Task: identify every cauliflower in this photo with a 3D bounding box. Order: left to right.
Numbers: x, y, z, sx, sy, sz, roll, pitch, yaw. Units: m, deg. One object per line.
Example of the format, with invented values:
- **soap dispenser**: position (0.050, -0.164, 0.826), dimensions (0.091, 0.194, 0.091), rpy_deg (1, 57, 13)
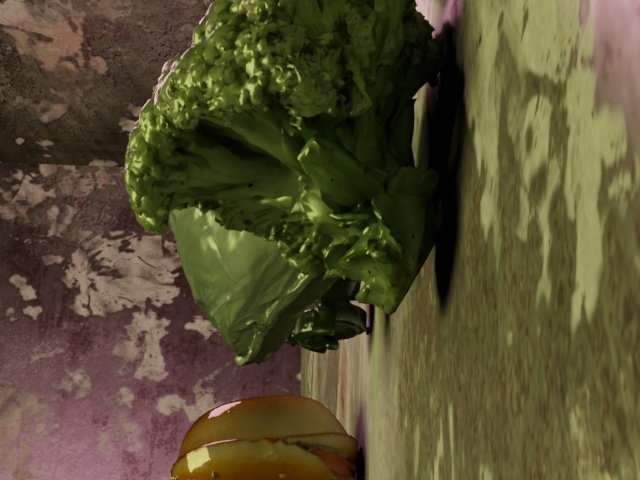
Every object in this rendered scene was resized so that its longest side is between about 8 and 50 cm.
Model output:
- **cauliflower**: position (0.007, -0.066, 0.884), dimensions (0.250, 0.275, 0.272), rpy_deg (52, 123, 23)

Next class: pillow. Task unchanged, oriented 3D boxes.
- **pillow**: position (-0.059, -0.072, 1.184), dimensions (0.310, 0.138, 0.283), rpy_deg (-51, 58, 41)

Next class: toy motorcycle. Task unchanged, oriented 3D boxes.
- **toy motorcycle**: position (0.000, 0.000, 1.348), dimensions (0.275, 0.127, 0.205), rpy_deg (91, -177, -68)

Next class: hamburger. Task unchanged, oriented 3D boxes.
- **hamburger**: position (-0.067, 0.273, 1.460), dimensions (0.237, 0.237, 0.147), rpy_deg (96, 165, -57)

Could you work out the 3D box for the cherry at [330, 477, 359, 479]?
- **cherry**: position (0.023, 0.266, 1.092), dimensions (0.126, 0.087, 0.106), rpy_deg (58, -146, -73)
